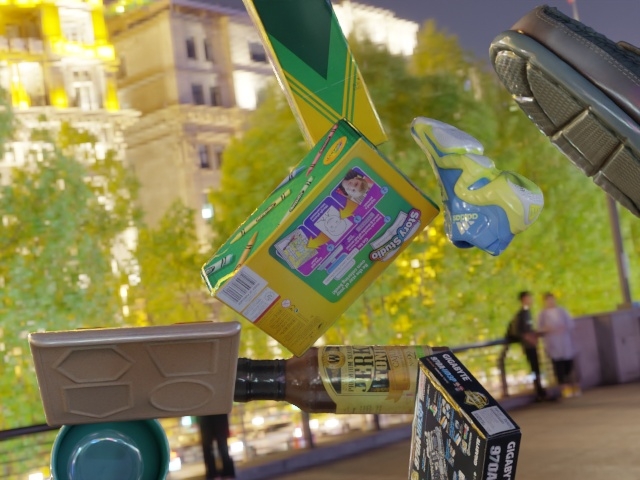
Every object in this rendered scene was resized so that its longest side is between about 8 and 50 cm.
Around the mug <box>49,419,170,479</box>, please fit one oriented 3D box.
[{"bbox_3d":[-0.248,0.262,1.077,0.157,0.129,0.097,-52,1,-25],"label":"mug"}]

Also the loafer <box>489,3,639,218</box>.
[{"bbox_3d":[0.213,-0.040,0.516,0.084,0.267,0.096,-47,-4,-4],"label":"loafer"}]

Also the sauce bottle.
[{"bbox_3d":[0.035,0.218,1.487,0.345,0.111,0.111,-1,-5,-5],"label":"sauce bottle"}]

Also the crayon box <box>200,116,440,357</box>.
[{"bbox_3d":[0.000,0.000,1.251,0.165,0.278,0.081,40,7,-32],"label":"crayon box"}]

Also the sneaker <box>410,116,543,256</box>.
[{"bbox_3d":[0.177,-0.067,1.251,0.091,0.126,0.240,10,25,-39],"label":"sneaker"}]

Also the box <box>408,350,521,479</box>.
[{"bbox_3d":[0.173,0.277,1.194,0.051,0.220,0.175,-9,28,-19],"label":"box"}]

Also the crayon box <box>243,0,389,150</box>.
[{"bbox_3d":[-0.023,-0.281,1.425,0.106,0.313,0.363,-25,10,0],"label":"crayon box"}]

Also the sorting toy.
[{"bbox_3d":[-0.180,0.129,0.949,0.193,0.038,0.208,-2,-32,-11],"label":"sorting toy"}]
